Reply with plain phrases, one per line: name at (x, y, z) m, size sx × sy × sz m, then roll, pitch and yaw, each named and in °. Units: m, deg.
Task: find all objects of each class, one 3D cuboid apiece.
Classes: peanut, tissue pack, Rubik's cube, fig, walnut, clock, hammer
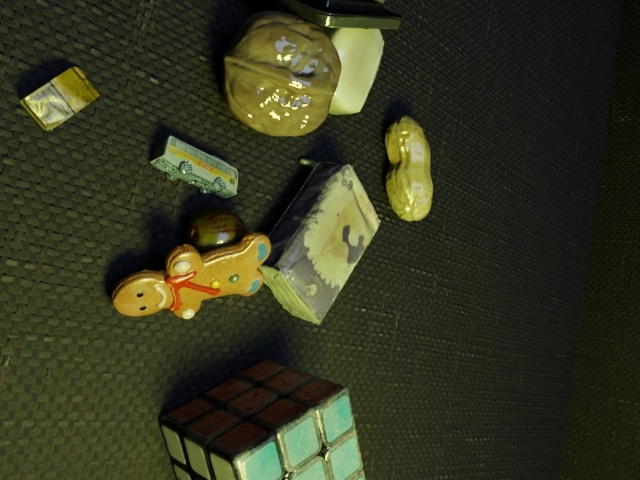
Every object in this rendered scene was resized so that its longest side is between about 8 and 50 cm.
peanut at (0.254, -0.209, 1.610) m, size 0.147 × 0.147 × 0.305 m, roll 2°, pitch 87°, yaw -42°
tissue pack at (0.000, 0.000, 1.378) m, size 0.343 × 0.125 × 0.242 m, roll -58°, pitch 138°, yaw -25°
Rubik's cube at (-0.114, 0.474, 1.198) m, size 0.305 × 0.304 × 0.300 m, roll -23°, pitch 106°, yaw -37°
fig at (-0.191, 0.002, 1.239) m, size 0.236 × 0.124 × 0.124 m, roll 20°, pitch 79°, yaw -52°
walnut at (-0.089, -0.365, 1.226) m, size 0.273 × 0.273 × 0.227 m, roll 27°, pitch 37°, yaw -40°
clock at (0.015, -0.549, 1.273) m, size 0.273 × 0.279 × 0.049 m, roll -19°, pitch 135°, yaw -42°
hammer at (-0.043, -0.111, 1.420) m, size 0.060 × 0.028 × 0.195 m, roll 13°, pitch 84°, yaw -36°

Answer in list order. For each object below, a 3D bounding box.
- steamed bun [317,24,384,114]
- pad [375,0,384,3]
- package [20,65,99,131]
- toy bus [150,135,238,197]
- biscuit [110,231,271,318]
steamed bun at (0.045, -0.448, 1.395) m, size 0.164 × 0.146 × 0.241 m, roll 28°, pitch 79°, yaw -42°
pad at (0.051, -0.700, 1.478) m, size 0.286 × 0.018 × 0.284 m, roll 52°, pitch 60°, yaw -31°
package at (-0.466, -0.261, 1.012) m, size 0.131 × 0.047 × 0.071 m, roll -46°, pitch 118°, yaw -29°
toy bus at (-0.265, -0.153, 1.193) m, size 0.190 × 0.064 × 0.075 m, roll 23°, pitch 65°, yaw -41°
biscuit at (-0.258, 0.089, 1.140) m, size 0.324 × 0.049 × 0.205 m, roll -10°, pitch 138°, yaw -25°
